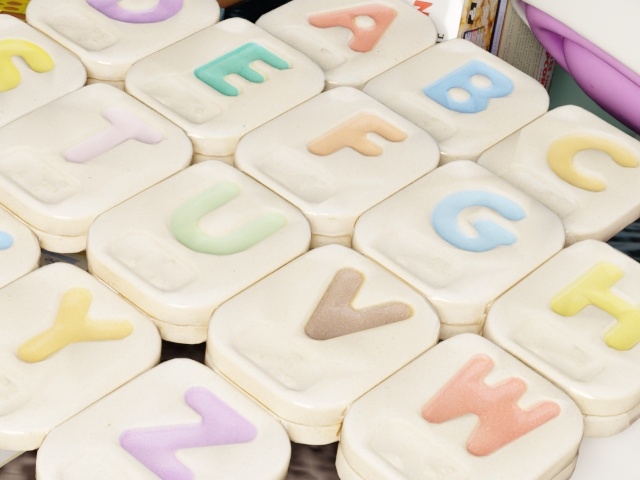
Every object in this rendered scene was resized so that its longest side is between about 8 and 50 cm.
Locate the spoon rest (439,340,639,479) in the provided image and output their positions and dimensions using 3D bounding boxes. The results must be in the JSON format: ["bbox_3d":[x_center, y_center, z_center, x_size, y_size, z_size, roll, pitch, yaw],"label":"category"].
[{"bbox_3d":[0.061,0.042,0.631,0.276,0.084,0.137,32,31,24],"label":"spoon rest"}]

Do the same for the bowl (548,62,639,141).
[{"bbox_3d":[0.166,-0.154,1.040,0.312,0.163,0.311,6,21,-2],"label":"bowl"}]

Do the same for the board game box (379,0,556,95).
[{"bbox_3d":[0.069,-0.086,0.800,0.045,0.146,0.193,14,9,19],"label":"board game box"}]

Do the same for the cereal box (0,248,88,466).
[{"bbox_3d":[-0.186,0.040,0.569,0.173,0.047,0.240,18,23,23],"label":"cereal box"}]

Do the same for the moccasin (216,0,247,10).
[{"bbox_3d":[-0.048,-0.214,0.895,0.380,0.147,0.139,-21,49,22],"label":"moccasin"}]

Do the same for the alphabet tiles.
[{"bbox_3d":[-0.017,-0.012,0.589,0.284,0.021,0.278,35,46,28],"label":"alphabet tiles"}]

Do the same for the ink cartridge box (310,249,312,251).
[{"bbox_3d":[0.000,0.000,0.764,0.063,0.029,0.115,12,21,13],"label":"ink cartridge box"}]

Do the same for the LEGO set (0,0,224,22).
[{"bbox_3d":[-0.128,-0.079,0.857,0.227,0.087,0.093,6,21,0],"label":"LEGO set"}]

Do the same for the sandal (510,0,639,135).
[{"bbox_3d":[0.211,0.023,0.656,0.416,0.102,0.169,45,7,40],"label":"sandal"}]
